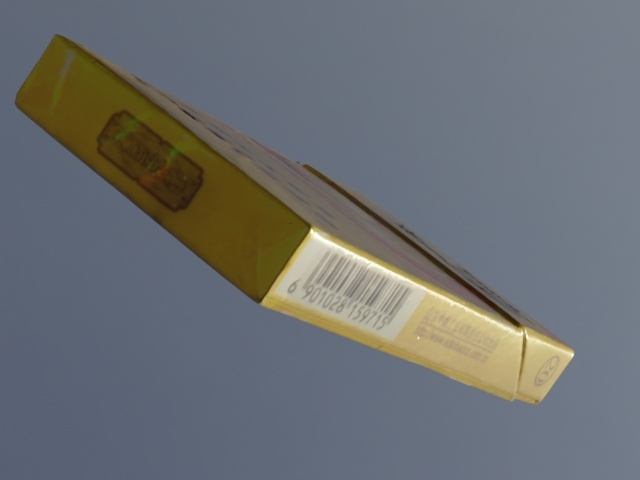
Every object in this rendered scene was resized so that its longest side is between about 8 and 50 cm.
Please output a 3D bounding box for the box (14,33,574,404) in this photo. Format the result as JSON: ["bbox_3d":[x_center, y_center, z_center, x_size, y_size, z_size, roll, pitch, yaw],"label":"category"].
[{"bbox_3d":[0.000,0.000,0.731,0.152,0.269,0.043,39,-83,31],"label":"box"}]
